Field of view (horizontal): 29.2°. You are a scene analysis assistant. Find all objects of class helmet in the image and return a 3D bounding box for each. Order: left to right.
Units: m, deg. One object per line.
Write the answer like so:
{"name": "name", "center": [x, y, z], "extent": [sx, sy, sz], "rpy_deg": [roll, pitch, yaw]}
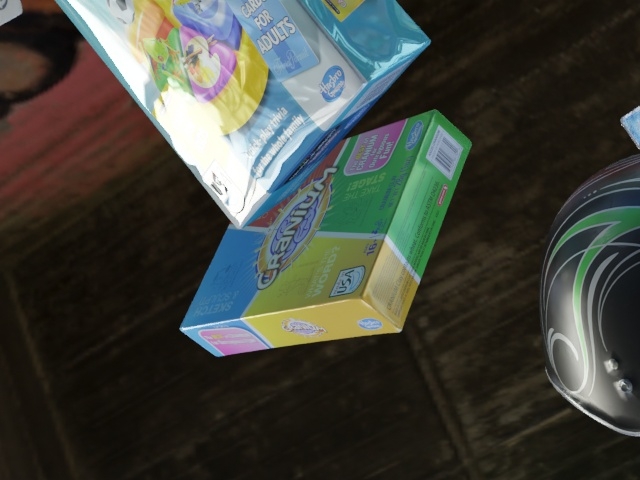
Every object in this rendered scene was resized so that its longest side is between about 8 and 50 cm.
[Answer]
{"name": "helmet", "center": [0.214, 0.023, 0.727], "extent": [0.169, 0.169, 0.161], "rpy_deg": [22, -69, 30]}

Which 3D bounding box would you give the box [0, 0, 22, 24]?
{"name": "box", "center": [-0.328, -0.286, 0.845], "extent": [0.148, 0.121, 0.311], "rpy_deg": [21, -46, 31]}

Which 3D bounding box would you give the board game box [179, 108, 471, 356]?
{"name": "board game box", "center": [0.000, 0.000, 1.358], "extent": [0.317, 0.064, 0.242], "rpy_deg": [-14, -135, 48]}

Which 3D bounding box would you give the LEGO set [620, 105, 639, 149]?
{"name": "LEGO set", "center": [0.318, -0.043, 0.982], "extent": [0.182, 0.244, 0.060], "rpy_deg": [56, -27, 4]}

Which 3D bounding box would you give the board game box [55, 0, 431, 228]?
{"name": "board game box", "center": [-0.100, -0.204, 0.978], "extent": [0.336, 0.079, 0.254], "rpy_deg": [51, -35, 4]}
